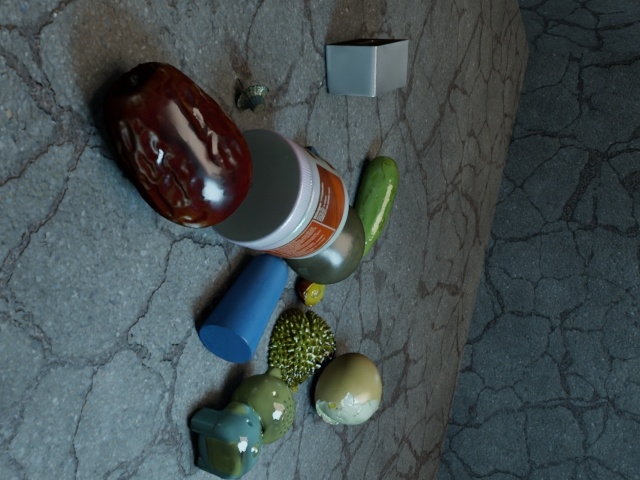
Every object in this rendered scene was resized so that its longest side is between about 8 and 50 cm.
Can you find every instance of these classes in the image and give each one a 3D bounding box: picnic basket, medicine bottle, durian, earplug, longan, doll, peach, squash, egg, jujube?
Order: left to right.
[{"bbox_3d":[-0.255,-0.170,1.242,0.318,0.223,0.223,58,47,-41],"label":"jujube"},{"bbox_3d":[-0.167,0.426,1.605,0.261,0.162,0.176,-35,126,-52],"label":"doll"},{"bbox_3d":[-0.161,0.139,1.582,0.273,0.133,0.132,-61,146,-41],"label":"earplug"},{"bbox_3d":[-0.154,-0.326,1.537,0.083,0.083,0.065,58,21,19],"label":"picnic basket"},{"bbox_3d":[-0.094,-0.094,1.499,0.241,0.253,0.252,19,80,-63],"label":"medicine bottle"},{"bbox_3d":[-0.040,0.310,1.841,0.193,0.138,0.237,-28,122,-58],"label":"durian"},{"bbox_3d":[-0.032,0.139,1.893,0.098,0.061,0.098,-32,140,-33],"label":"peach"},{"bbox_3d":[0.000,0.000,1.748,0.248,0.248,0.248,-26,120,-58],"label":"longan"},{"bbox_3d":[0.089,0.449,2.064,0.244,0.201,0.201,-69,152,-47],"label":"egg"},{"bbox_3d":[0.164,-0.094,2.147,0.118,0.119,0.370,37,67,-60],"label":"squash"}]

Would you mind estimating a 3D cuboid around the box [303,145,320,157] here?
[{"bbox_3d":[-0.034,-0.205,1.788,0.099,0.074,0.054,49,40,-56],"label":"box"}]

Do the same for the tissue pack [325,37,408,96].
[{"bbox_3d":[0.136,-0.498,1.934,0.246,0.160,0.135,-34,128,-56],"label":"tissue pack"}]
